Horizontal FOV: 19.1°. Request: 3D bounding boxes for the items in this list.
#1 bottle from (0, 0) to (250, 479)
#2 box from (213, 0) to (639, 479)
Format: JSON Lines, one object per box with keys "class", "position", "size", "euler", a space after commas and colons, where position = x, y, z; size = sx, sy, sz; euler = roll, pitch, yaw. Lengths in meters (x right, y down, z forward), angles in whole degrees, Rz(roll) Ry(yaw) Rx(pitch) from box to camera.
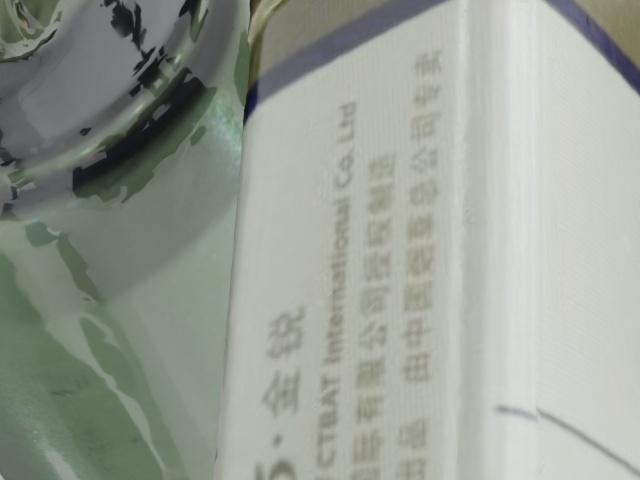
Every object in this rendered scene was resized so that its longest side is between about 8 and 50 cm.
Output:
{"class": "bottle", "position": [-0.078, -0.032, 0.600], "size": [0.347, 0.168, 0.168], "euler": [68, 3, -53]}
{"class": "box", "position": [0.049, 0.033, 0.402], "size": [0.168, 0.071, 0.259], "euler": [36, 47, -47]}
